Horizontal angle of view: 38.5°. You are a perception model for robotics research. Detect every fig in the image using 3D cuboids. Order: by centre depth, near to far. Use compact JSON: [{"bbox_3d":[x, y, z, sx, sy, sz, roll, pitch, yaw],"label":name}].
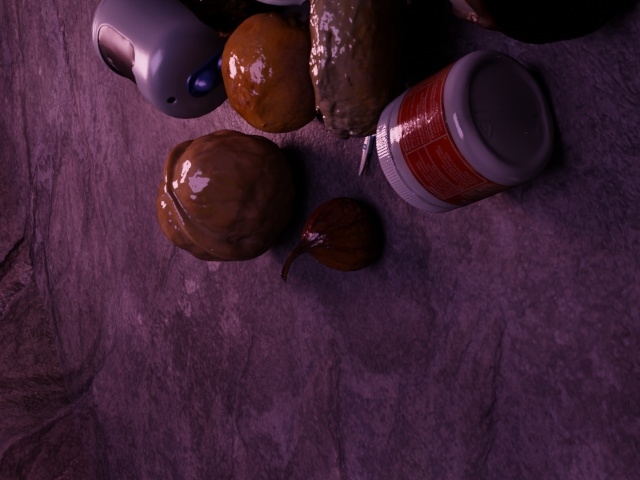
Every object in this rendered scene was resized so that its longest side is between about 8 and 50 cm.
[{"bbox_3d":[0.000,0.000,1.680,0.146,0.201,0.133,30,129,54],"label":"fig"}]

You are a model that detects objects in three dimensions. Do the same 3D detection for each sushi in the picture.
[{"bbox_3d":[-0.198,-0.589,1.799,0.234,0.207,0.348,-17,67,21],"label":"sushi"}]

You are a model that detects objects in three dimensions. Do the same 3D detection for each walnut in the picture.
[{"bbox_3d":[-0.195,-0.092,1.869,0.296,0.285,0.285,-41,64,42],"label":"walnut"}]

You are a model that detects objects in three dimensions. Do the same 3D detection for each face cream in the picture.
[{"bbox_3d":[0.214,-0.158,1.356,0.187,0.201,0.201,-24,77,53],"label":"face cream"}]

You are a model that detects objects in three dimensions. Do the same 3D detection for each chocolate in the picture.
[{"bbox_3d":[0.272,-0.409,1.211,0.186,0.284,0.283,-128,43,-60],"label":"chocolate"}]

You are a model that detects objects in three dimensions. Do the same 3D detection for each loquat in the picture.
[{"bbox_3d":[-0.088,-0.316,1.740,0.238,0.193,0.238,3,93,58],"label":"loquat"}]

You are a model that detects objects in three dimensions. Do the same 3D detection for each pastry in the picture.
[{"bbox_3d":[0.067,-0.313,1.468,0.136,0.329,0.329,2,100,13],"label":"pastry"}]

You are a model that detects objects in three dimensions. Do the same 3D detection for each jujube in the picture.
[{"bbox_3d":[-0.119,-0.467,1.856,0.077,0.077,0.129,3,87,53],"label":"jujube"}]

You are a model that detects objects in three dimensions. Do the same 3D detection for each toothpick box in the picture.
[{"bbox_3d":[-0.314,-0.418,2.006,0.355,0.263,0.263,42,128,40],"label":"toothpick box"}]

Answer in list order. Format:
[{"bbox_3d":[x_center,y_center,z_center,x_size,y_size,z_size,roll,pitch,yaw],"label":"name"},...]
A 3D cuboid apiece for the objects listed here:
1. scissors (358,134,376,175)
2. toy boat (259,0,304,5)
[{"bbox_3d":[0.087,-0.175,1.679,0.058,0.014,0.119,33,118,47],"label":"scissors"},{"bbox_3d":[-0.016,-0.511,1.646,0.100,0.199,0.290,44,136,-10],"label":"toy boat"}]
